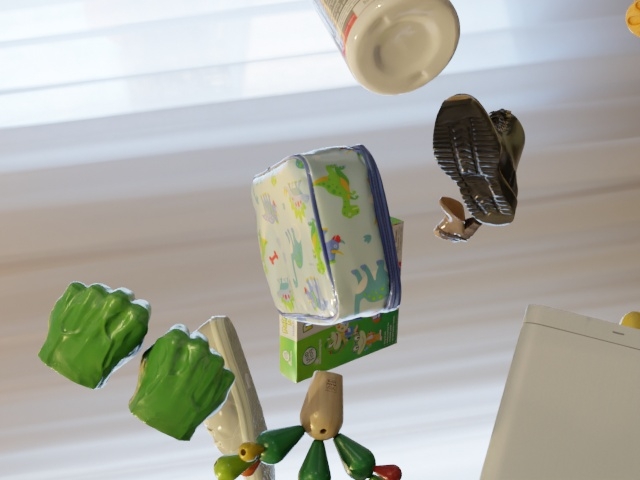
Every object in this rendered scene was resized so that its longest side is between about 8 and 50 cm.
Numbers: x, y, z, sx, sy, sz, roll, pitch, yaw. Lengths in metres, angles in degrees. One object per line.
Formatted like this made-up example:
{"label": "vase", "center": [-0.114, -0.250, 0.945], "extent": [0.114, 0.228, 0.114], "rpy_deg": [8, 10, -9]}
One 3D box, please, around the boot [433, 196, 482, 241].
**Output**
{"label": "boot", "center": [0.250, -0.035, 1.503], "extent": [0.087, 0.118, 0.042], "rpy_deg": [-34, 31, 47]}

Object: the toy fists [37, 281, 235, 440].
{"label": "toy fists", "center": [-0.257, 0.161, 1.119], "extent": [0.142, 0.279, 0.096], "rpy_deg": [-57, 4, 9]}

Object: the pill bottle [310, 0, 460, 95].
{"label": "pill bottle", "center": [0.073, -0.351, 1.114], "extent": [0.161, 0.161, 0.283], "rpy_deg": [85, 167, -48]}

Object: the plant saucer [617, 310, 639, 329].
{"label": "plant saucer", "center": [0.510, 0.332, 1.161], "extent": [0.333, 0.332, 0.081], "rpy_deg": [-60, -18, 18]}

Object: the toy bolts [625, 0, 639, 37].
{"label": "toy bolts", "center": [0.665, -0.381, 1.379], "extent": [0.158, 0.228, 0.218], "rpy_deg": [-65, 5, -33]}

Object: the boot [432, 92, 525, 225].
{"label": "boot", "center": [0.192, -0.129, 0.911], "extent": [0.198, 0.076, 0.137], "rpy_deg": [61, -138, -48]}

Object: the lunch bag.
{"label": "lunch bag", "center": [0.000, 0.000, 0.803], "extent": [0.219, 0.090, 0.176], "rpy_deg": [168, 91, -70]}

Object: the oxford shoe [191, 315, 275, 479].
{"label": "oxford shoe", "center": [-0.204, 0.394, 1.749], "extent": [0.169, 0.130, 0.450], "rpy_deg": [7, -115, -87]}

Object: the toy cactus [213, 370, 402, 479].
{"label": "toy cactus", "center": [-0.007, 0.233, 0.848], "extent": [0.112, 0.218, 0.181], "rpy_deg": [104, 175, -72]}

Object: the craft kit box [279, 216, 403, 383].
{"label": "craft kit box", "center": [0.038, 0.098, 1.372], "extent": [0.061, 0.246, 0.250], "rpy_deg": [25, 121, 49]}

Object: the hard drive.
{"label": "hard drive", "center": [0.316, 0.242, 0.894], "extent": [0.047, 0.233, 0.353], "rpy_deg": [84, -154, -47]}
